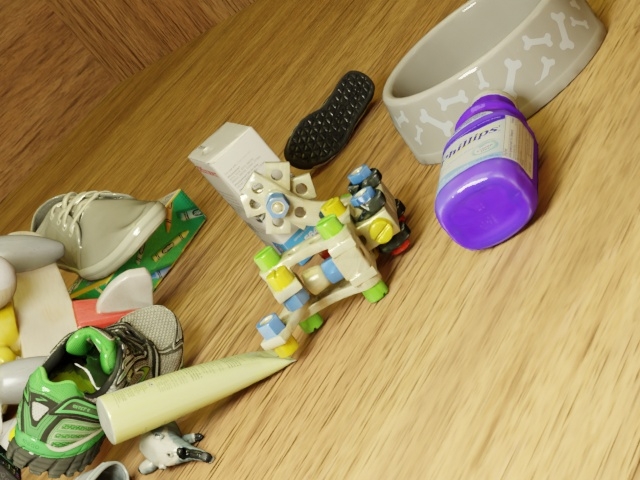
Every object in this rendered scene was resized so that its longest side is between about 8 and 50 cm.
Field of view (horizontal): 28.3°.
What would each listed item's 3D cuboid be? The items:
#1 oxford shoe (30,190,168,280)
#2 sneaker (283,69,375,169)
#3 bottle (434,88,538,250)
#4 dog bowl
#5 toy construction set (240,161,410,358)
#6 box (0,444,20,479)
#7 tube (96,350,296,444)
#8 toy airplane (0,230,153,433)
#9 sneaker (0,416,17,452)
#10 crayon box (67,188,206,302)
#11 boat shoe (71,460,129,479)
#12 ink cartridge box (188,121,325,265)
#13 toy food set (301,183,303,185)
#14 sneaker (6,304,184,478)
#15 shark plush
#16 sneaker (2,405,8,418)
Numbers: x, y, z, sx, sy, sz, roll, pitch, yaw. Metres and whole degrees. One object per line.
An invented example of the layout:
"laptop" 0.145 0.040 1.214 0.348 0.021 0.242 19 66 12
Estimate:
"oxford shoe" -0.404 -0.024 2.224 0.169 0.130 0.449 -46 20 -22
"sneaker" 0.018 -0.192 2.172 0.234 0.084 0.097 -49 -4 -28
"bottle" 0.203 -0.098 1.524 0.118 0.092 0.283 -32 20 25
"dog bowl" 0.238 -0.260 1.824 0.349 0.102 0.348 -36 19 14
"toy construction set" 0.000 0.000 1.631 0.215 0.151 0.327 -34 30 10
"box" -0.486 0.351 1.887 0.062 0.052 0.083 -42 19 -2
"tube" -0.151 0.180 1.549 0.240 0.062 0.070 -20 52 -23
"toy airplane" -0.428 0.123 1.876 0.386 0.272 0.384 6 45 33
"sneaker" -0.556 0.324 1.985 0.232 0.115 0.090 -30 21 27
"crayon box" -0.340 0.040 2.282 0.165 0.081 0.278 -23 25 42
"boat shoe" -0.275 0.330 1.483 0.081 0.079 0.227 -39 15 17
"ink cartridge box" -0.084 -0.070 1.844 0.086 0.203 0.148 -43 19 -9
"toy food set" -0.063 -0.072 2.106 0.078 0.019 0.122 -40 26 1
"sneaker" -0.268 0.167 1.644 0.343 0.134 0.146 -48 -21 -60
"shark plush" -0.176 0.241 1.546 0.067 0.073 0.161 -15 -1 -31
"sneaker" -0.650 0.322 2.156 0.297 0.129 0.111 -44 17 -14
